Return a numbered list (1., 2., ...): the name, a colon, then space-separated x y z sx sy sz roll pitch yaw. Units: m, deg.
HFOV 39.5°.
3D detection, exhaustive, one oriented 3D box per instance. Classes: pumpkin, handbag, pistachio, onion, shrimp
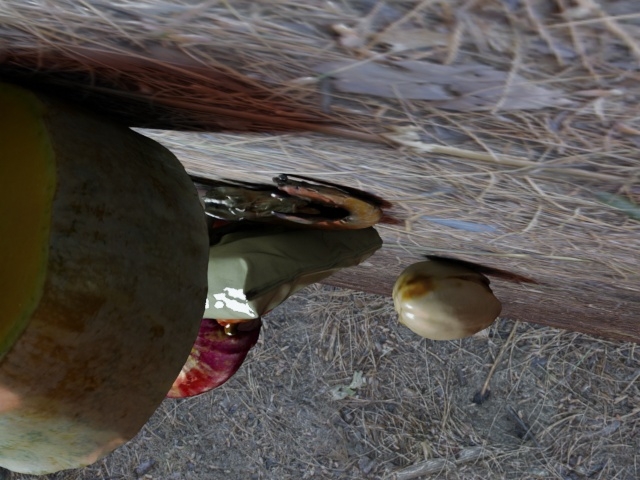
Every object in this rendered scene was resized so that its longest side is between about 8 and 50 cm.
1. pumpkin: -0.282 0.020 0.739 0.332 0.332 0.199 9 169 31
2. handbag: -0.106 0.036 1.134 0.316 0.109 0.253 -5 -169 44
3. pistachio: 0.208 0.098 1.469 0.215 0.143 0.144 3 -179 -39
4. onion: -0.251 0.152 1.518 0.256 0.230 0.272 46 -171 17
5. shrimp: -0.042 -0.038 0.990 0.219 0.046 0.152 6 174 16

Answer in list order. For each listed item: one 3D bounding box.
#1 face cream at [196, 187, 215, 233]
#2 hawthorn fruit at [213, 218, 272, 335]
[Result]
1. face cream: -0.260 -0.057 1.102 0.269 0.081 0.082 10 175 4
2. hawthorn fruit: -0.124 0.054 1.392 0.169 0.188 0.169 1 169 0
